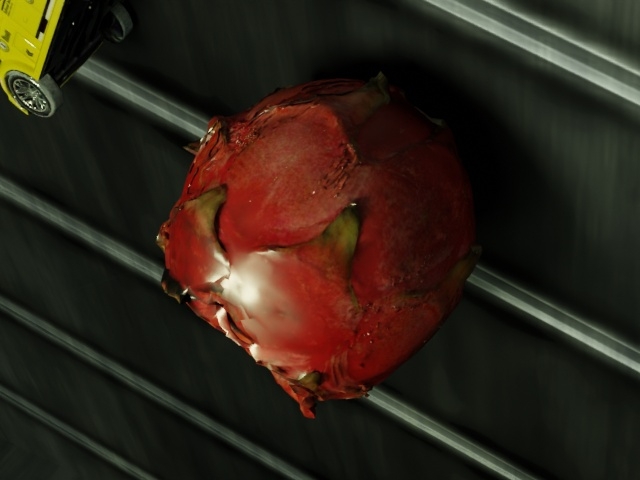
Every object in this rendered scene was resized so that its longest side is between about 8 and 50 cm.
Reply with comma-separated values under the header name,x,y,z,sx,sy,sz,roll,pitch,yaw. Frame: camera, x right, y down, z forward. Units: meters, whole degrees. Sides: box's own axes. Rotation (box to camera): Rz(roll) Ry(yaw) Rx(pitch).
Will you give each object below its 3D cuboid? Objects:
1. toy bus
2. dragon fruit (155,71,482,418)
name,x,y,z,sx,sy,sz,roll,pitch,yaw
toy bus,-0.250,-0.261,1.426,0.151,0.145,0.331,38,149,-2
dragon fruit,0.000,0.000,1.392,0.295,0.302,0.295,29,158,13
